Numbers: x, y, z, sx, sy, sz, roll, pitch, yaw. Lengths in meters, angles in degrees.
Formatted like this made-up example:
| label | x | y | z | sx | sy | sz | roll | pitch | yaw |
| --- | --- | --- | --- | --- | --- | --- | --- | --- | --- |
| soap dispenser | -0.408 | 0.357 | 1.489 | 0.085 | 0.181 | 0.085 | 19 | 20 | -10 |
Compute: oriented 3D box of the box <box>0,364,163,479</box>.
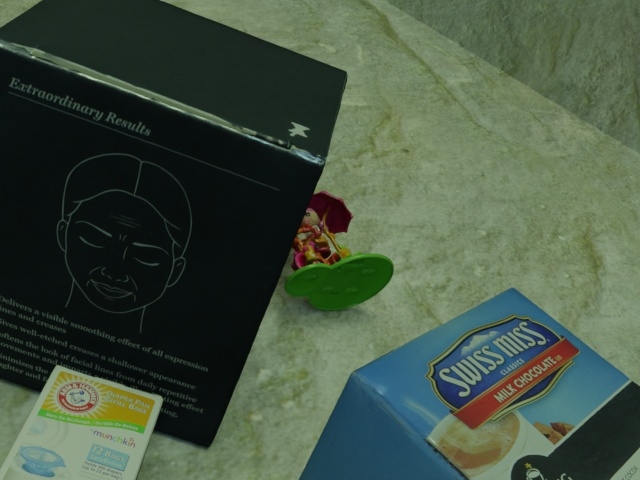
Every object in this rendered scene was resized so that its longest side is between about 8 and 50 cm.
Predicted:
| label | x | y | z | sx | sy | sz | roll | pitch | yaw |
| --- | --- | --- | --- | --- | --- | --- | --- | --- | --- |
| box | -0.229 | 0.229 | 0.680 | 0.114 | 0.103 | 0.203 | 19 | 33 | -7 |

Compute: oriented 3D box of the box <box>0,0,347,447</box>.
| label | x | y | z | sx | sy | sz | roll | pitch | yaw |
| --- | --- | --- | --- | --- | --- | --- | --- | --- | --- |
| box | -0.180 | -0.021 | 0.795 | 0.293 | 0.396 | 0.212 | 20 | 35 | -5 |

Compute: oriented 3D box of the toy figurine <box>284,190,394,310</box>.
| label | x | y | z | sx | sy | sz | roll | pitch | yaw |
| --- | --- | --- | --- | --- | --- | --- | --- | --- | --- |
| toy figurine | 0.000 | 0.000 | 1.086 | 0.173 | 0.130 | 0.159 | 4 | 48 | -36 |

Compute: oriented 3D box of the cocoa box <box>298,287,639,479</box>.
| label | x | y | z | sx | sy | sz | roll | pitch | yaw |
| --- | --- | --- | --- | --- | --- | --- | --- | --- | --- |
| cocoa box | 0.113 | 0.257 | 0.623 | 0.231 | 0.347 | 0.228 | -17 | 50 | -44 |
